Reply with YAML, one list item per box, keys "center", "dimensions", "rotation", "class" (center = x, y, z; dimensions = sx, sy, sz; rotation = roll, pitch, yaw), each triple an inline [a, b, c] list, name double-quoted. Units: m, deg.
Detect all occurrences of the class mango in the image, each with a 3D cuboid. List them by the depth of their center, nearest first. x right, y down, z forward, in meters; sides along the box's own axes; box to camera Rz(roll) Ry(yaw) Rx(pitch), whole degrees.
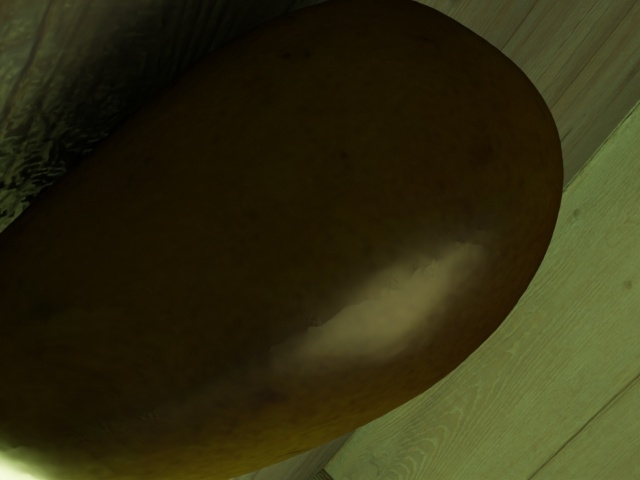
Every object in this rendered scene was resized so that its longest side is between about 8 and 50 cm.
- center: [-0.037, 0.015, 0.523]
  dimensions: [0.378, 0.221, 0.264]
  rotation: [-30, 166, -19]
  class: "mango"
